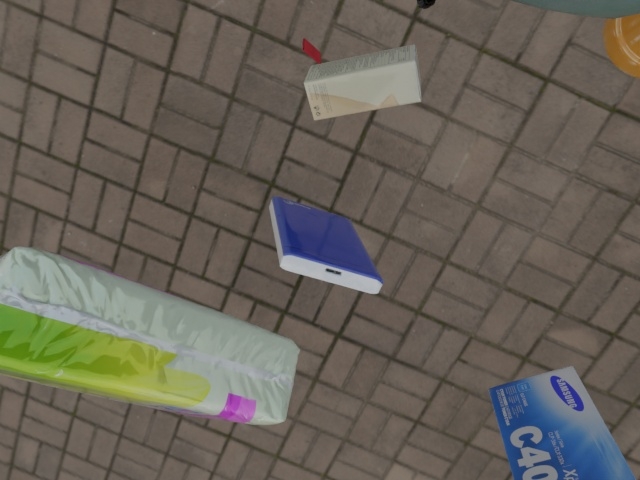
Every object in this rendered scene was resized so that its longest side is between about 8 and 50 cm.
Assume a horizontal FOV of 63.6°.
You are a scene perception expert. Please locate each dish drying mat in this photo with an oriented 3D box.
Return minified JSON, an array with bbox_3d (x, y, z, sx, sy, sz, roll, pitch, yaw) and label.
[{"bbox_3d":[-0.021,-0.454,1.241,0.008,0.083,0.032,-5,83,26],"label":"dish drying mat"}]

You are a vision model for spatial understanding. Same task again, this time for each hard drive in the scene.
[{"bbox_3d":[0.000,0.000,1.137,0.210,0.318,0.040,17,110,-16],"label":"hard drive"}]

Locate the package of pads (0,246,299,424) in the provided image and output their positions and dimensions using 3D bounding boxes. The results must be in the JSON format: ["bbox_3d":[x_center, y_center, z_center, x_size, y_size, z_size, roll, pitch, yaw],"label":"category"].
[{"bbox_3d":[-0.206,0.108,0.525,0.296,0.101,0.229,29,153,-36],"label":"package of pads"}]

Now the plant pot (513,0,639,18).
[{"bbox_3d":[0.163,-0.247,0.317,0.234,0.165,0.165,17,96,-22],"label":"plant pot"}]

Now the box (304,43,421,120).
[{"bbox_3d":[0.124,-0.448,1.466,0.311,0.148,0.121,-5,127,16],"label":"box"}]

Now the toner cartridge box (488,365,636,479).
[{"bbox_3d":[0.392,0.354,0.836,0.165,0.348,0.075,-20,107,14],"label":"toner cartridge box"}]

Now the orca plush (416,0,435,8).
[{"bbox_3d":[0.190,-0.423,0.745,0.102,0.287,0.151,33,104,32],"label":"orca plush"}]

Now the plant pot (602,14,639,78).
[{"bbox_3d":[0.712,-0.453,1.033,0.205,0.188,0.205,0,90,6],"label":"plant pot"}]
